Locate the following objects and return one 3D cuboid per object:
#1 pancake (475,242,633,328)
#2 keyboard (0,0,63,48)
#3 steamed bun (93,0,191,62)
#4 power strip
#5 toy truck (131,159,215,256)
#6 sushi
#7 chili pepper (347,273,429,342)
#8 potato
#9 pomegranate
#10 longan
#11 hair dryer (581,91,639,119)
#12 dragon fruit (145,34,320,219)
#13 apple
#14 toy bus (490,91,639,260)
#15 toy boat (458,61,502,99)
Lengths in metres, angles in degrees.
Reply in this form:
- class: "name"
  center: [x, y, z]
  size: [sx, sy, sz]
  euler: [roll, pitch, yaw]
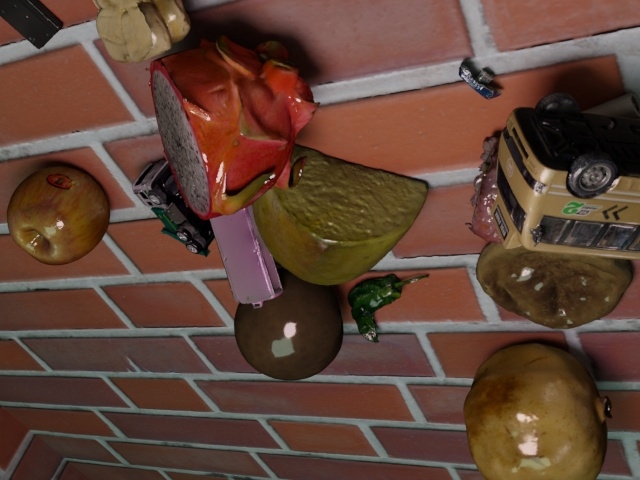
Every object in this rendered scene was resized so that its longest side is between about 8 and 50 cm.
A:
- class: "pancake"
  center: [0.445, 0.074, 1.462]
  size: [0.294, 0.050, 0.294]
  euler: [12, 140, 10]
- class: "keyboard"
  center: [-0.592, -0.466, 1.324]
  size: [0.100, 0.018, 0.309]
  euler: [-22, 125, 43]
- class: "steamed bun"
  center: [-0.286, -0.373, 1.207]
  size: [0.192, 0.106, 0.178]
  euler: [-11, 103, 47]
- class: "power strip"
  center: [-0.162, 0.001, 1.556]
  size: [0.109, 0.037, 0.279]
  euler: [-13, 96, 35]
- class: "toy truck"
  center: [-0.303, -0.067, 1.600]
  size: [0.116, 0.110, 0.216]
  euler: [1, 140, 40]
- class: "sushi"
  center: [0.304, -0.054, 1.283]
  size: [0.107, 0.161, 0.241]
  euler: [13, 140, 8]
- class: "chili pepper"
  center: [0.124, 0.140, 1.681]
  size: [0.122, 0.065, 0.279]
  euler: [18, 145, -11]
- class: "potato"
  center: [0.000, 0.000, 1.451]
  size: [0.330, 0.213, 0.280]
  euler: [18, 142, 6]
- class: "pomegranate"
  center: [0.461, 0.385, 1.617]
  size: [0.332, 0.333, 0.333]
  euler: [13, 141, 11]
- class: "longan"
  center: [-0.063, 0.185, 1.673]
  size: [0.258, 0.258, 0.258]
  euler: [13, 141, 11]
- class: "hair dryer"
  center: [0.462, -0.142, 1.210]
  size: [0.154, 0.044, 0.183]
  euler: [-20, 131, 42]
- class: "dragon fruit"
  center: [-0.136, -0.195, 1.259]
  size: [0.305, 0.225, 0.305]
  euler: [52, 155, 36]
- class: "apple"
  center: [-0.574, -0.056, 1.672]
  size: [0.211, 0.188, 0.211]
  euler: [11, 138, 10]
- class: "toy bus"
  center: [0.433, -0.075, 1.093]
  size: [0.365, 0.177, 0.202]
  euler: [5, 131, -11]
- class: "toy boat"
  center: [0.249, -0.250, 1.181]
  size: [0.083, 0.038, 0.038]
  euler: [35, 140, -16]
